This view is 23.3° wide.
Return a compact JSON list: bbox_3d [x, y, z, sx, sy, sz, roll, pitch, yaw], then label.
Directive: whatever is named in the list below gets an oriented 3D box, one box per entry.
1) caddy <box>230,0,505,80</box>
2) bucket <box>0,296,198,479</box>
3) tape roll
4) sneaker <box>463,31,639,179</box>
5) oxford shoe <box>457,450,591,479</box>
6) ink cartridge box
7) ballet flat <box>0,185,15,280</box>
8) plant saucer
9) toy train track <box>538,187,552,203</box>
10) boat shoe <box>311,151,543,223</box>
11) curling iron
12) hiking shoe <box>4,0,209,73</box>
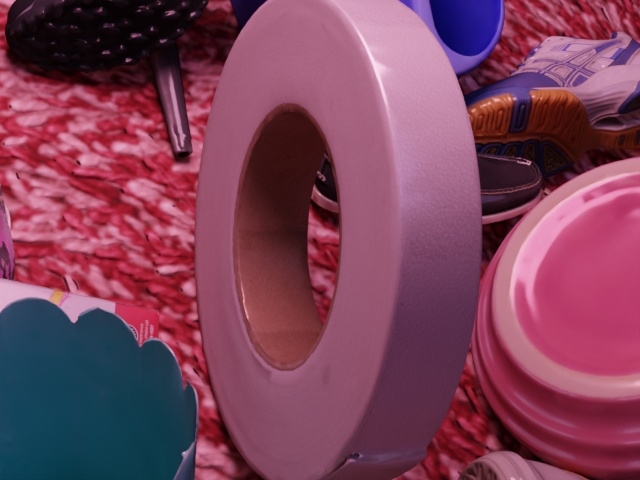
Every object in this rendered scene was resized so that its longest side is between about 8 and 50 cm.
[{"bbox_3d":[0.040,-0.280,1.534,0.241,0.179,0.341,-5,63,-29],"label":"caddy"},{"bbox_3d":[-0.210,0.191,1.049,0.281,0.183,0.281,0,35,0],"label":"bucket"},{"bbox_3d":[0.000,0.000,1.209,0.072,0.392,0.392,1,61,-26],"label":"tape roll"},{"bbox_3d":[0.236,-0.146,1.610,0.296,0.112,0.131,-11,45,-30],"label":"sneaker"},{"bbox_3d":[0.228,0.372,1.236,0.130,0.169,0.449,2,55,-26],"label":"oxford shoe"},{"bbox_3d":[-0.224,0.107,1.232,0.175,0.072,0.127,13,56,-18],"label":"ink cartridge box"},{"bbox_3d":[-0.297,-0.058,1.299,0.079,0.076,0.222,23,52,-68],"label":"ballet flat"},{"bbox_3d":[0.282,0.049,1.375,0.084,0.332,0.332,52,36,-46],"label":"plant saucer"},{"bbox_3d":[0.217,-0.026,1.565,0.048,0.014,0.083,36,52,-2],"label":"toy train track"},{"bbox_3d":[0.107,-0.066,1.472,0.233,0.079,0.084,3,39,-14],"label":"boat shoe"},{"bbox_3d":[-0.142,-0.202,1.486,0.068,0.035,0.274,5,58,-23],"label":"curling iron"},{"bbox_3d":[-0.154,-0.260,1.428,0.304,0.113,0.132,-27,51,0],"label":"hiking shoe"}]
